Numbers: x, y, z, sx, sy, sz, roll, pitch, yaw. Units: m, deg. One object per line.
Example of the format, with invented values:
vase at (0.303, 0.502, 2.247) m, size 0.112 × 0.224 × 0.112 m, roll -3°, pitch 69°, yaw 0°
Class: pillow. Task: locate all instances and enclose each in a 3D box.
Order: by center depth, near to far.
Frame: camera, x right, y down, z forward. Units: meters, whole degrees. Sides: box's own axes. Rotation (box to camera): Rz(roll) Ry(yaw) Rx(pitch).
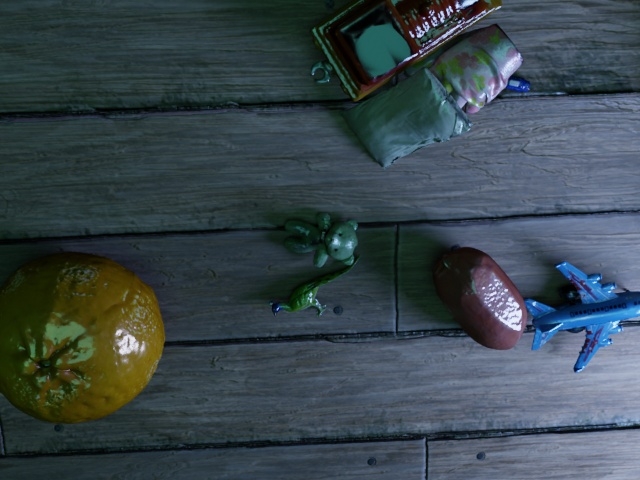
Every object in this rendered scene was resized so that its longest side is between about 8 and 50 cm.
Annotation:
pillow at (0.156, -0.225, 1.479) m, size 0.230 × 0.050 × 0.148 m, roll -22°, pitch 109°, yaw 42°

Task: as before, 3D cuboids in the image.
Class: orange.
orange at (-0.477, 0.190, 1.506) m, size 0.341 × 0.293 × 0.340 m, roll 0°, pitch 108°, yaw -1°

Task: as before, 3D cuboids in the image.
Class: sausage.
sausage at (0.329, 0.115, 1.599) m, size 0.148 × 0.148 × 0.254 m, roll -43°, pitch 106°, yaw 10°

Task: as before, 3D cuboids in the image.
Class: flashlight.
flashlight at (0.349, -0.312, 1.520) m, size 0.121 × 0.035 × 0.057 m, roll 13°, pitch 105°, yaw -6°

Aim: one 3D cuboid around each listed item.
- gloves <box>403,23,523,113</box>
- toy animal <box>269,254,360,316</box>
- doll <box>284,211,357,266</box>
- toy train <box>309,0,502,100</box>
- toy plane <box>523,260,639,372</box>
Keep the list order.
gloves at (0.249, -0.299, 1.466) m, size 0.241 × 0.126 × 0.145 m, roll -37°, pitch 104°, yaw 13°
toy animal at (0.003, 0.111, 1.636) m, size 0.217 × 0.041 × 0.075 m, roll -28°, pitch 105°, yaw 2°
doll at (0.000, 0.000, 1.588) m, size 0.150 × 0.077 × 0.115 m, roll 4°, pitch 97°, yaw 8°
toy train at (0.141, -0.386, 1.386) m, size 0.369 × 0.231 × 0.163 m, roll -32°, pitch 105°, yaw 6°
toy plane at (0.566, 0.148, 1.635) m, size 0.271 × 0.105 × 0.254 m, roll -15°, pitch 108°, yaw 1°
